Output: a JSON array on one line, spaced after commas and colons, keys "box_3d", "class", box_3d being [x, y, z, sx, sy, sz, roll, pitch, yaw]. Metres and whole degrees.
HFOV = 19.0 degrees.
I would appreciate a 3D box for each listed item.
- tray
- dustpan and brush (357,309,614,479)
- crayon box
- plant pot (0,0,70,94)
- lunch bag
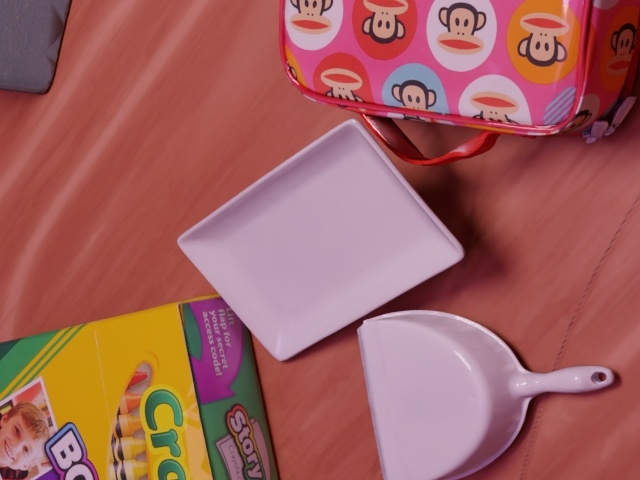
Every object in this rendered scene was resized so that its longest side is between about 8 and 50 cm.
[{"box_3d": [0.000, 0.000, 1.589, 0.145, 0.030, 0.270, 51, 139, -6], "class": "tray"}, {"box_3d": [0.136, 0.121, 1.544, 0.211, 0.060, 0.147, -9, 91, 43], "class": "dustpan and brush"}, {"box_3d": [-0.183, 0.254, 1.754, 0.313, 0.106, 0.363, -14, 87, 37], "class": "crayon box"}, {"box_3d": [-0.395, -0.285, 1.762, 0.248, 0.252, 0.247, 28, 111, 32], "class": "plant pot"}, {"box_3d": [0.106, -0.183, 1.485, 0.293, 0.120, 0.258, 14, 104, 34], "class": "lunch bag"}]
